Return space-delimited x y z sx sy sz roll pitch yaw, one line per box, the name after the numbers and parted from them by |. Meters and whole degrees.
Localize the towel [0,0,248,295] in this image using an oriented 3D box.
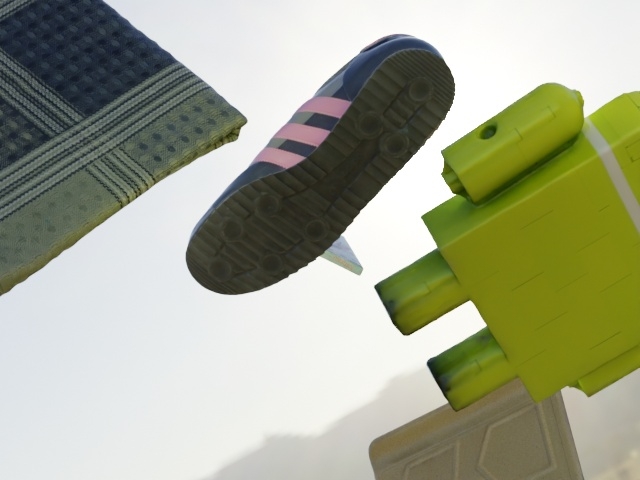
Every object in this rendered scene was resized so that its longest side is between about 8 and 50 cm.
-0.272 -0.107 1.472 0.324 0.312 0.056 -36 -23 -38 | towel

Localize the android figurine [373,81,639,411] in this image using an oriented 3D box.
0.177 0.002 1.191 0.273 0.248 0.056 -33 37 4 | android figurine

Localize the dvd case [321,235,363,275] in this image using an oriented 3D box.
0.000 0.000 2.027 0.013 0.087 0.119 -60 16 12 | dvd case

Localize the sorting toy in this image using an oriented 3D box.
0.117 0.276 1.691 0.307 0.229 0.041 -29 -36 23 | sorting toy

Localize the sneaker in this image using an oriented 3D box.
-0.002 -0.075 1.733 0.319 0.112 0.131 -40 21 9 | sneaker
